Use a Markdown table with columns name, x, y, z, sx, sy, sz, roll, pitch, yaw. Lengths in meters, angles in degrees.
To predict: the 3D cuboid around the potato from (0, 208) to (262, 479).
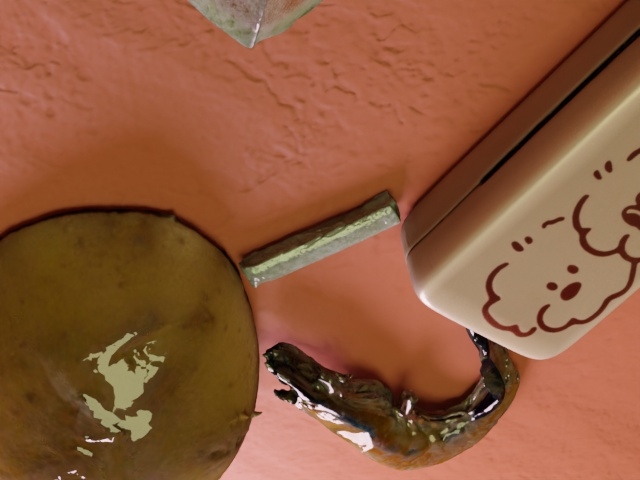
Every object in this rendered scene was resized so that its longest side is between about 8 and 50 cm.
| name | x | y | z | sx | sy | sz | roll | pitch | yaw |
| --- | --- | --- | --- | --- | --- | --- | --- | --- | --- |
| potato | -0.160 | 0.119 | 1.255 | 0.239 | 0.116 | 0.299 | 1 | 131 | -5 |

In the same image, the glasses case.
| name | x | y | z | sx | sy | sz | roll | pitch | yaw |
| --- | --- | --- | --- | --- | --- | --- | --- | --- | --- |
| glasses case | 0.210 | -0.061 | 1.172 | 0.144 | 0.076 | 0.336 | 27 | 123 | -30 |

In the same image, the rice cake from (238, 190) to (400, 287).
| name | x | y | z | sx | sy | sz | roll | pitch | yaw |
| --- | --- | --- | --- | --- | --- | --- | --- | --- | --- |
| rice cake | 0.000 | 0.000 | 1.229 | 0.121 | 0.021 | 0.022 | -25 | 127 | 10 |

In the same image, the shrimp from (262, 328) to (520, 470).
| name | x | y | z | sx | sy | sz | roll | pitch | yaw |
| --- | --- | --- | --- | --- | --- | --- | --- | --- | --- |
| shrimp | 0.062 | 0.110 | 1.324 | 0.219 | 0.046 | 0.152 | 28 | 123 | -36 |

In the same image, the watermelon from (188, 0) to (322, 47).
| name | x | y | z | sx | sy | sz | roll | pitch | yaw |
| --- | --- | --- | --- | --- | --- | --- | --- | --- | --- |
| watermelon | -0.007 | -0.281 | 0.901 | 0.322 | 0.188 | 0.175 | -54 | 166 | 25 |
